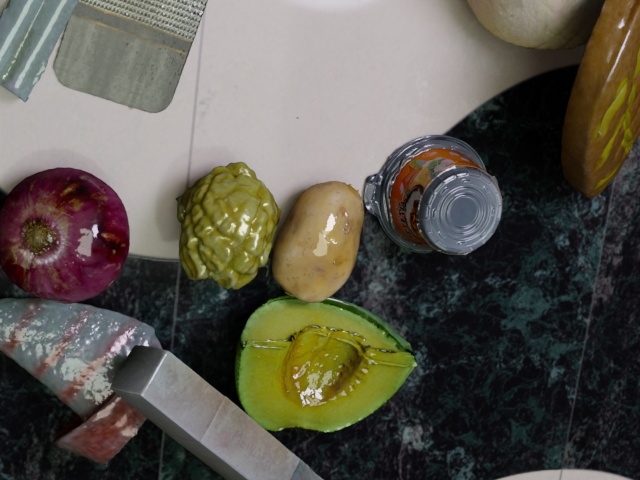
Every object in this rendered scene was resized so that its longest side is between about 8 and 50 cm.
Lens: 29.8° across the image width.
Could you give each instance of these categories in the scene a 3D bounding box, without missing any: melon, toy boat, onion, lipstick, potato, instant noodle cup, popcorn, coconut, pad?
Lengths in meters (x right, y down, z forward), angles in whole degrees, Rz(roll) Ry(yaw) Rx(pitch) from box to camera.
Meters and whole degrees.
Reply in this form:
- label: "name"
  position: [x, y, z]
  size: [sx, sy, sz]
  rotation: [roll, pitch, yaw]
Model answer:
- label: "melon"
  position: [-0.019, 0.178, 1.728]
  size: [0.265, 0.129, 0.169]
  rotation: [6, 124, -23]
- label: "toy boat"
  position: [-0.346, 0.159, 1.644]
  size: [0.282, 0.096, 0.206]
  rotation: [40, 84, -11]
- label: "onion"
  position: [-0.332, -0.007, 1.556]
  size: [0.177, 0.153, 0.177]
  rotation: [0, 111, -1]
- label: "lipstick"
  position: [-0.136, 0.274, 1.677]
  size: [0.371, 0.080, 0.076]
  rotation: [46, 62, -36]
- label: "potato"
  position: [0.000, 0.000, 1.682]
  size: [0.118, 0.109, 0.178]
  rotation: [21, 92, -17]
- label: "instant noodle cup"
  position: [0.180, -0.052, 1.716]
  size: [0.208, 0.125, 0.177]
  rotation: [-16, 110, -13]
- label: "popcorn"
  position: [-0.121, -0.011, 1.621]
  size: [0.142, 0.173, 0.173]
  rotation: [-1, 106, -9]
- label: "coconut"
  position: [0.297, -0.393, 1.588]
  size: [0.239, 0.239, 0.244]
  rotation: [-32, 146, -7]
- label: "pad"
  position: [-0.161, -0.274, 1.582]
  size: [0.323, 0.055, 0.250]
  rotation: [19, 99, -4]

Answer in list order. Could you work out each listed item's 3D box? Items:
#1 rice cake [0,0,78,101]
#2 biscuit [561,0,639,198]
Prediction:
- label: "rice cake"
  position: [-0.355, -0.292, 1.520]
  size: [0.085, 0.040, 0.226]
  rotation: [27, 97, -17]
- label: "biscuit"
  position: [0.421, -0.236, 1.633]
  size: [0.070, 0.394, 0.350]
  rotation: [22, 84, 19]
